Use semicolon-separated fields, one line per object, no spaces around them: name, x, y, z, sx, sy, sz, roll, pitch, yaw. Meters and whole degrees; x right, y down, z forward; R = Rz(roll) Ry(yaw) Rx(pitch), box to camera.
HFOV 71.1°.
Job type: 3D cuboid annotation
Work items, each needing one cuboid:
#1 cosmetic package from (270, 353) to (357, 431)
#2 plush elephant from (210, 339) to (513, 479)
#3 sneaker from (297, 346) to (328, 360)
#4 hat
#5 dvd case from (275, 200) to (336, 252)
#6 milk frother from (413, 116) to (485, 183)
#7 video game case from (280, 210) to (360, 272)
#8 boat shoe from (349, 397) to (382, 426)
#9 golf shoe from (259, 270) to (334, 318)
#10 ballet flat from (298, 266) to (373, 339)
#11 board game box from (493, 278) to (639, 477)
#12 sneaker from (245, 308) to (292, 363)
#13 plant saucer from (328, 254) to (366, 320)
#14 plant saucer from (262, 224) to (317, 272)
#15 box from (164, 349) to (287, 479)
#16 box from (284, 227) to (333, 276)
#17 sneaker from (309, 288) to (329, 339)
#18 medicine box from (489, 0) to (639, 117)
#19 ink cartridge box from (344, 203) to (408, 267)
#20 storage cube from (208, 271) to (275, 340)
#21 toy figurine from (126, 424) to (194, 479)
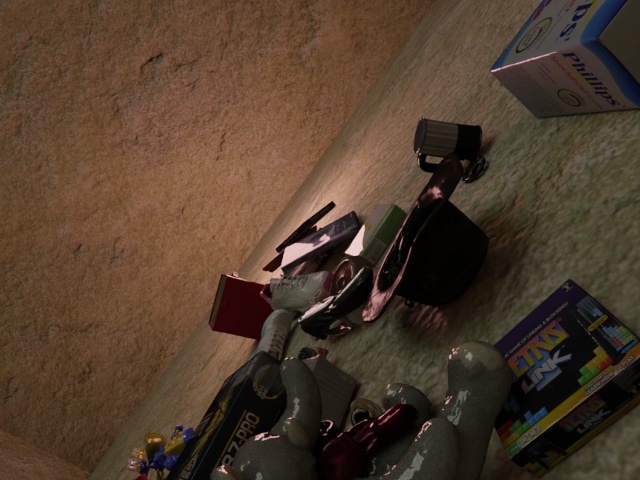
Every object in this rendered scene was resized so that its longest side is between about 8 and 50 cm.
cosmetic package;-0.037;0.348;0.834;0.127;0.107;0.238;-39;17;55
plush elephant;0.017;0.255;0.511;0.272;0.256;0.330;116;175;-64
sneaker;-0.021;0.310;0.991;0.057;0.075;0.161;24;104;46
hat;0.198;0.026;0.773;0.331;0.134;0.331;-61;-3;-6
dvd case;-0.058;-0.049;1.690;0.179;0.029;0.239;-40;0;-39
milk frother;0.289;-0.202;1.006;0.143;0.135;0.129;-96;13;-73
video game case;0.000;0.000;1.453;0.274;0.026;0.196;-28;15;9
boat shoe;0.073;0.291;0.733;0.050;0.045;0.135;-55;14;-4
golf shoe;-0.079;0.152;1.361;0.306;0.140;0.115;-36;21;47
ballet flat;0.055;0.152;1.012;0.280;0.096;0.095;-44;4;47
board game box;0.255;0.143;0.489;0.170;0.048;0.141;-50;16;17
sneaker;-0.139;0.310;1.317;0.092;0.087;0.228;-8;54;61
plant saucer;0.061;0.114;1.119;0.168;0.029;0.168;-53;28;43
plant saucer;-0.113;0.039;1.775;0.278;0.041;0.278;-40;0;0
box;-0.206;0.417;0.914;0.318;0.097;0.395;-58;5;-31
box;-0.049;0.080;1.595;0.231;0.056;0.183;-50;13;15
sneaker;-0.010;0.190;1.187;0.134;0.070;0.051;-61;18;-22
medicine box;0.478;-0.361;0.743;0.263;0.149;0.289;-53;13;4
ink cartridge box;0.133;-0.020;1.255;0.171;0.056;0.235;-56;16;-5
storage cube;-0.271;0.231;1.579;0.184;0.193;0.214;173;113;-71
toy figurine;-0.443;0.680;1.409;0.217;0.191;0.362;-26;0;-15
